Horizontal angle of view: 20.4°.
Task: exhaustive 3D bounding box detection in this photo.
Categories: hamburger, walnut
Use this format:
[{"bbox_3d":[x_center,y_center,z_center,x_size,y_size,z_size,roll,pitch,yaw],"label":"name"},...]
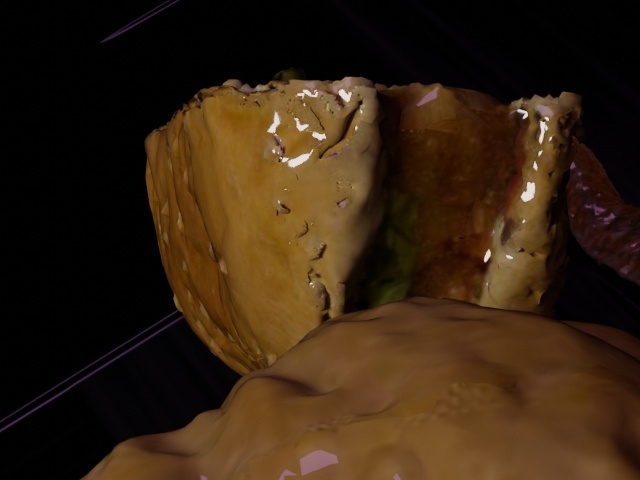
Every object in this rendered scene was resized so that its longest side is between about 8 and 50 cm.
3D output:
[{"bbox_3d":[0.000,0.000,0.652,0.124,0.131,0.262,3,1,-10],"label":"hamburger"},{"bbox_3d":[0.043,0.140,0.470,0.224,0.257,0.257,-52,43,16],"label":"walnut"}]

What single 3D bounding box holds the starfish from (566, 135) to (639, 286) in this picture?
[{"bbox_3d":[0.155,0.008,0.679,0.138,0.050,0.247,-10,38,13],"label":"starfish"}]
